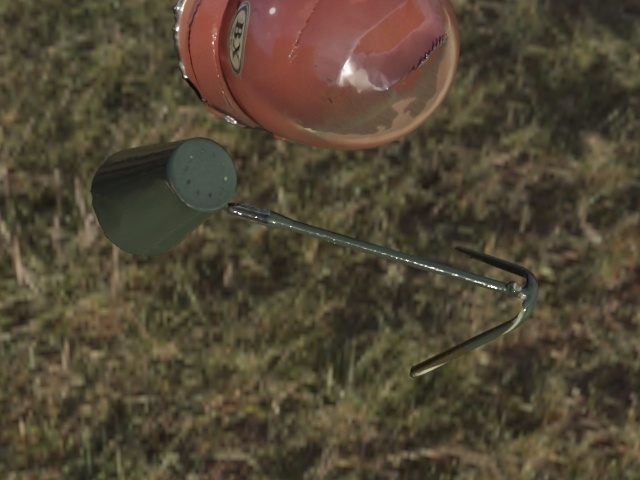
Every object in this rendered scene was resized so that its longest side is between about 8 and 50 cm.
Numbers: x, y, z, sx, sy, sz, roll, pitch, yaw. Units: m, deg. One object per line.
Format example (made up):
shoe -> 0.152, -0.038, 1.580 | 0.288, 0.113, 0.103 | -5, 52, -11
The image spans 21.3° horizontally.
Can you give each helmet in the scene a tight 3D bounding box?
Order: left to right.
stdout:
helmet -> 0.004, -0.054, 0.481 | 0.084, 0.065, 0.049 | -3, 23, -20

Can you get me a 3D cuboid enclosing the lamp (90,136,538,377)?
lamp -> -0.001, 0.000, 0.485 | 0.121, 0.054, 0.041 | 22, 69, -24
